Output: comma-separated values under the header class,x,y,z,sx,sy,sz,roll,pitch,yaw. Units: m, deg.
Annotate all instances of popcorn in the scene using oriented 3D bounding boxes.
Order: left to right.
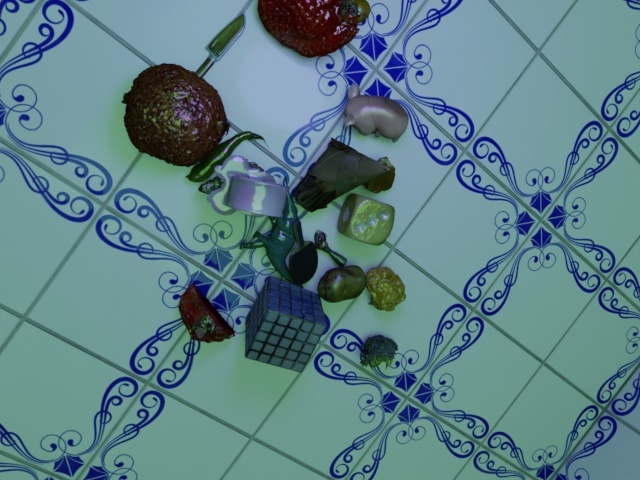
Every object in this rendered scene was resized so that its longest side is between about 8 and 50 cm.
class,x,y,z,sx,sy,sz,roll,pitch,yaw
popcorn,0.272,0.197,1.803,0.163,0.140,0.194,-14,106,-4

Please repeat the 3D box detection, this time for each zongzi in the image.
class,x,y,z,sx,sy,sz,roll,pitch,yaw
zongzi,0.067,-0.200,1.585,0.154,0.317,0.289,37,92,-36

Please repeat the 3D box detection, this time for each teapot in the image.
class,x,y,z,sx,sy,sz,roll,pitch,yaw
teapot,0.054,0.060,1.774,0.110,0.043,0.043,38,91,-15

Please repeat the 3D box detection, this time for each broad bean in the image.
class,x,y,z,sx,sy,sz,roll,pitch,yaw
broad bean,-0.347,-0.305,1.596,0.318,0.056,0.098,-29,91,-6

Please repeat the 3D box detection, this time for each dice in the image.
class,x,y,z,sx,sy,sz,roll,pitch,yaw
dice,0.174,-0.081,1.704,0.169,0.169,0.166,16,98,-15

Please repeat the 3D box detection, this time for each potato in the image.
class,x,y,z,sx,sy,sz,roll,pitch,yaw
potato,0.085,0.172,1.741,0.200,0.154,0.137,-10,90,-38

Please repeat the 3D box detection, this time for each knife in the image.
class,x,y,z,sx,sy,sz,roll,pitch,yaw
knife,-0.370,-0.658,1.537,0.061,0.027,0.343,42,90,-13

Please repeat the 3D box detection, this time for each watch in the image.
class,x,y,z,sx,sy,sz,roll,pitch,yaw
watch,-0.232,-0.165,1.463,0.248,0.217,0.211,11,96,-20

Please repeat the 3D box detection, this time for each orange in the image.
class,x,y,z,sx,sy,sz,roll,pitch,yaw
orange,0.130,-0.824,1.587,0.095,0.085,0.085,-22,105,-1

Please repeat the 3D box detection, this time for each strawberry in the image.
class,x,y,z,sx,sy,sz,roll,pitch,yaw
strawberry,-0.044,-0.781,1.481,0.351,0.267,0.312,0,108,12

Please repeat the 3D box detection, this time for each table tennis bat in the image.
class,x,y,z,sx,sy,sz,roll,pitch,yaw
table tennis bat,-0.070,0.047,1.695,0.154,0.021,0.274,-35,130,-36

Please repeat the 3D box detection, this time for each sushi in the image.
class,x,y,z,sx,sy,sz,roll,pitch,yaw
sushi,-0.303,-0.181,1.606,0.241,0.107,0.161,-29,104,-11

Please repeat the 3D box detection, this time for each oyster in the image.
class,x,y,z,sx,sy,sz,roll,pitch,yaw
oyster,0.000,-0.003,1.748,0.054,0.019,0.083,-15,78,11

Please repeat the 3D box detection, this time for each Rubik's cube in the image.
class,x,y,z,sx,sy,sz,roll,pitch,yaw
Rubik's cube,-0.136,0.314,1.658,0.237,0.237,0.238,21,112,-18

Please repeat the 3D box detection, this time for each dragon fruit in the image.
class,x,y,z,sx,sy,sz,roll,pitch,yaw
dragon fruit,-0.441,0.305,1.633,0.134,0.211,0.262,-39,101,-10

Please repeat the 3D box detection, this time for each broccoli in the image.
class,x,y,z,sx,sy,sz,roll,pitch,yaw
broccoli,0.243,0.481,1.870,0.154,0.167,0.160,14,130,16

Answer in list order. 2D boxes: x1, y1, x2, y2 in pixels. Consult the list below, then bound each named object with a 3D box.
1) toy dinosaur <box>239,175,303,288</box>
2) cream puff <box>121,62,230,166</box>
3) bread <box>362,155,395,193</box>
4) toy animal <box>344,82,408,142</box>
class,x,y,z,sx,sy,sz,roll,pitch,yaw
toy dinosaur,-0.106,-0.001,1.709,0.331,0.129,0.383,31,92,-28
cream puff,-0.482,-0.404,1.456,0.350,0.229,0.350,-2,106,-6
bread,0.220,-0.246,1.704,0.128,0.069,0.140,-21,148,-13
toy animal,0.208,-0.459,1.640,0.250,0.154,0.166,10,57,-14
